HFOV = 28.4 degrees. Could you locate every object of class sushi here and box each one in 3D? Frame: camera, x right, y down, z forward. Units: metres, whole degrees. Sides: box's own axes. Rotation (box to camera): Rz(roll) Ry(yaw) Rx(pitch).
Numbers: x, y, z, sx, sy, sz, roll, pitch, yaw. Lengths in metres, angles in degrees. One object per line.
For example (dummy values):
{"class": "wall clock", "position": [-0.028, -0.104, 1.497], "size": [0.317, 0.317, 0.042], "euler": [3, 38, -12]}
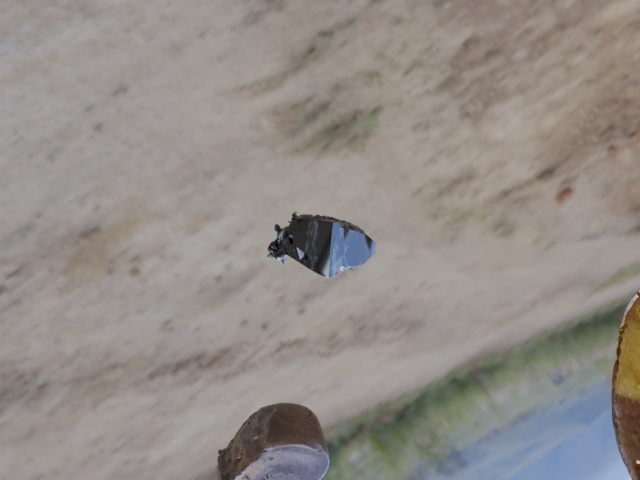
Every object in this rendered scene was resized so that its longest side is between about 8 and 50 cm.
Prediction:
{"class": "sushi", "position": [0.000, 0.000, 1.280], "size": [0.083, 0.084, 0.056], "euler": [-9, 106, -53]}

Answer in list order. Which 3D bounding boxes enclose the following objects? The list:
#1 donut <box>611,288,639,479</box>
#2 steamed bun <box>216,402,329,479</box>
{"class": "donut", "position": [0.299, 0.114, 0.966], "size": [0.085, 0.217, 0.141], "euler": [-5, -167, -27]}
{"class": "steamed bun", "position": [-0.077, 0.314, 1.866], "size": [0.175, 0.106, 0.145], "euler": [-34, -153, 9]}
